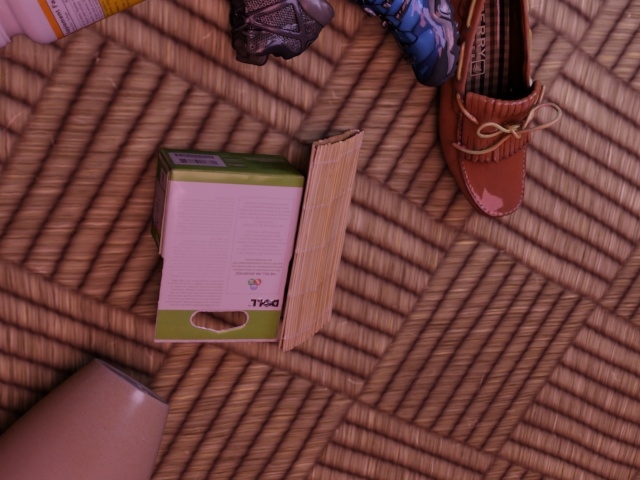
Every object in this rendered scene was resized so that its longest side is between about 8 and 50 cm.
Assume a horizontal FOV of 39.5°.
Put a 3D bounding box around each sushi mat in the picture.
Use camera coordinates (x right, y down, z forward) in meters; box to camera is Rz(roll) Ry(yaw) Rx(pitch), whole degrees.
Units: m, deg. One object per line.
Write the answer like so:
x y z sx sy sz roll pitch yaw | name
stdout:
0.000 0.000 1.294 0.151 0.019 0.316 -27 131 -61 | sushi mat

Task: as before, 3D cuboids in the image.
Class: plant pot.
-0.340 0.311 1.238 0.256 0.256 0.274 37 79 -28 | plant pot

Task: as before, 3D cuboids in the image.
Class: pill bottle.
-0.303 -0.314 1.038 0.246 0.136 0.136 -27 118 -8 | pill bottle

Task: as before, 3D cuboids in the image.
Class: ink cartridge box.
-0.142 0.010 1.253 0.189 0.097 0.255 2 112 -21 | ink cartridge box

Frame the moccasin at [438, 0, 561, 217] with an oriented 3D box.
0.255 -0.208 1.280 0.139 0.147 0.379 -9 114 -17 | moccasin

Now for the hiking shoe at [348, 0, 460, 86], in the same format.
0.082 -0.334 1.184 0.132 0.113 0.304 -30 111 -15 | hiking shoe

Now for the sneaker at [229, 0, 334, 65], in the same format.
-0.098 -0.311 1.143 0.228 0.087 0.130 35 90 -33 | sneaker
